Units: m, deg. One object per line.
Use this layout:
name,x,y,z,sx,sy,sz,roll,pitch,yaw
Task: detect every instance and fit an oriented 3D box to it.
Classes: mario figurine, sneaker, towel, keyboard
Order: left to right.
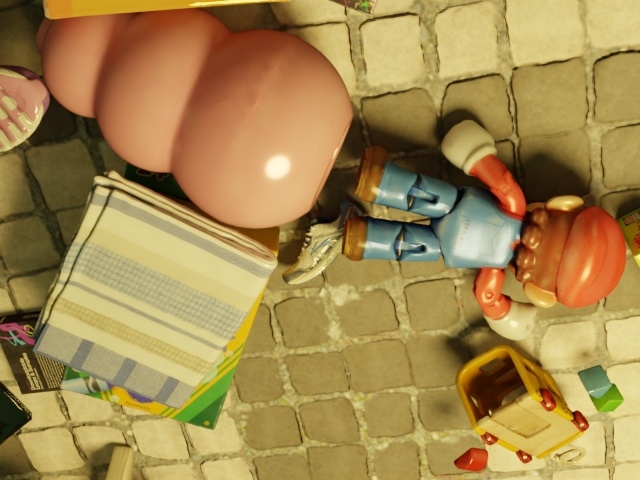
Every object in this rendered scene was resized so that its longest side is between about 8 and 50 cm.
keyboard,-0.505,0.210,1.194,0.100,0.038,0.192,-38,109,-3
sneaker,-0.381,-0.143,0.939,0.236,0.104,0.095,-17,114,32
towel,-0.194,0.068,0.945,0.209,0.034,0.285,26,126,-12
sneaker,0.000,0.000,1.030,0.135,0.052,0.058,-39,98,14
mario figurine,0.189,-0.008,0.974,0.320,0.170,0.198,14,140,-1

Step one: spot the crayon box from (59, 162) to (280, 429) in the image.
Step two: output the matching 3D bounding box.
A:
crayon box,-0.179,0.062,1.035,0.203,0.083,0.323,17,113,-8

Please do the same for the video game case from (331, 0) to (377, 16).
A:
video game case,-0.006,-0.369,0.837,0.210,0.042,0.232,18,117,-4

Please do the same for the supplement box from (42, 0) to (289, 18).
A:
supplement box,-0.146,-0.264,0.803,0.233,0.080,0.078,-6,117,-8

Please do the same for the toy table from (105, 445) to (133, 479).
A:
toy table,-0.299,0.438,1.183,0.274,0.252,0.161,-4,134,-6

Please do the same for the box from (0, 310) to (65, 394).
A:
box,-0.345,0.146,1.141,0.162,0.029,0.116,-8,115,8

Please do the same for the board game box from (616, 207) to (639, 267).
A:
board game box,0.414,0.056,0.992,0.043,0.092,0.181,-29,111,19

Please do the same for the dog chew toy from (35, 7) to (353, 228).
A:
dog chew toy,-0.138,-0.149,0.883,0.331,0.207,0.207,24,117,1

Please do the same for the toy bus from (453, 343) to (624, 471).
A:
toy bus,0.259,0.205,1.076,0.190,0.104,0.202,-6,139,-15
